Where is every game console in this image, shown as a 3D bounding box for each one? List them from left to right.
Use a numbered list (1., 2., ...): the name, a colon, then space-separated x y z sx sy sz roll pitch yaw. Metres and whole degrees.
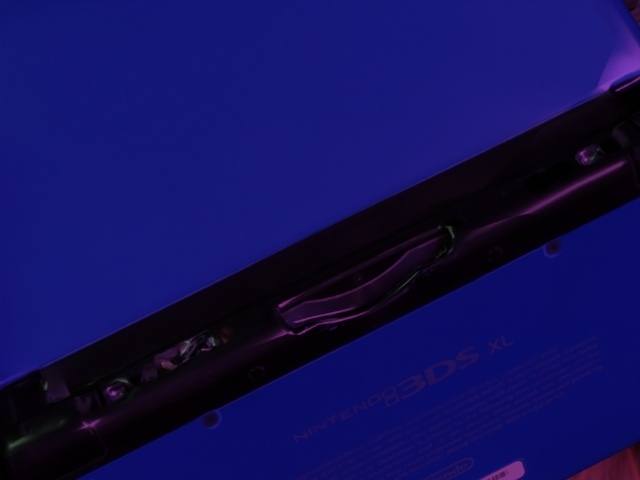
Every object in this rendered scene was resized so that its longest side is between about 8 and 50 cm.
1. game console: 0.000 0.000 0.576 0.293 0.173 0.250 -26 133 -4

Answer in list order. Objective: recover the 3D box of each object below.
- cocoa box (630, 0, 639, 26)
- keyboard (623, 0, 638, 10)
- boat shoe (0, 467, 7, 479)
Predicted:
1. cocoa box: 0.211 -0.311 0.851 0.228 0.231 0.347 42 56 -17
2. keyboard: -0.012 -0.187 0.598 0.317 0.033 0.201 -5 75 -9
3. boat shoe: -0.104 0.115 0.610 0.142 0.049 0.040 37 82 -19
